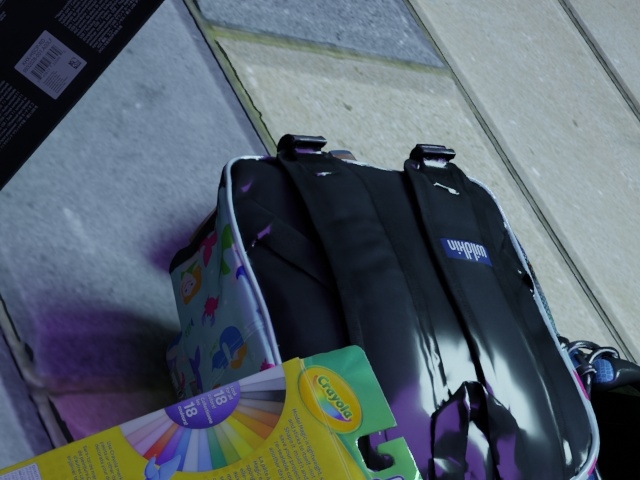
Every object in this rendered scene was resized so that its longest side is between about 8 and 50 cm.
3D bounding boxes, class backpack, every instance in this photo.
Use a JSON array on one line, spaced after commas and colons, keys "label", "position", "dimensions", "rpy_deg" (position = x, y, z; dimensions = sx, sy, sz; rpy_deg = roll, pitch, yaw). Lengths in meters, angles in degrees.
[{"label": "backpack", "position": [0.033, 0.086, 1.024], "dimensions": [0.225, 0.191, 0.253], "rpy_deg": [5, 40, -30]}]

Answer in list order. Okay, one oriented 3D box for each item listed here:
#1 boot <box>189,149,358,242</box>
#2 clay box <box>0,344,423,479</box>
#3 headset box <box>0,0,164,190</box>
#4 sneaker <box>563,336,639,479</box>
[{"label": "boot", "position": [0.000, 0.000, 1.210], "dimensions": [0.106, 0.082, 0.219], "rpy_deg": [49, 28, 11]}, {"label": "clay box", "position": [-0.061, 0.145, 0.845], "dimensions": [0.053, 0.222, 0.127], "rpy_deg": [82, -13, -58]}, {"label": "headset box", "position": [-0.150, -0.191, 1.119], "dimensions": [0.110, 0.218, 0.293], "rpy_deg": [39, 31, -12]}, {"label": "sneaker", "position": [0.175, 0.112, 1.227], "dimensions": [0.130, 0.147, 0.330], "rpy_deg": [16, 41, -41]}]
